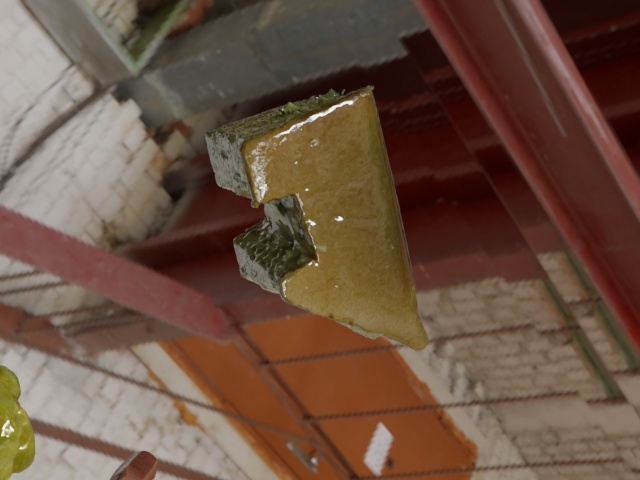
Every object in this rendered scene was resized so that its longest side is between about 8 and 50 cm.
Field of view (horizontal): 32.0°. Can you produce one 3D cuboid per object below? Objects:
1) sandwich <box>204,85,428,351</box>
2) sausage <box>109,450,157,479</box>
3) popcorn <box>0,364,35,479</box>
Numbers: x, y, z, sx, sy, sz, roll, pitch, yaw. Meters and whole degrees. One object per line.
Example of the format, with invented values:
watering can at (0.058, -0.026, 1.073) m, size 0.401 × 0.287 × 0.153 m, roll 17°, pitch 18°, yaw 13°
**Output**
sandwich at (0.000, 0.000, 0.905) m, size 0.128 × 0.235 × 0.122 m, roll -23°, pitch -160°, yaw -20°
sausage at (-0.172, 0.218, 1.028) m, size 0.030 × 0.035 × 0.147 m, roll -49°, pitch -179°, yaw -3°
popcorn at (-0.376, 0.195, 1.073) m, size 0.198 × 0.155 × 0.197 m, roll -2°, pitch -108°, yaw 5°
